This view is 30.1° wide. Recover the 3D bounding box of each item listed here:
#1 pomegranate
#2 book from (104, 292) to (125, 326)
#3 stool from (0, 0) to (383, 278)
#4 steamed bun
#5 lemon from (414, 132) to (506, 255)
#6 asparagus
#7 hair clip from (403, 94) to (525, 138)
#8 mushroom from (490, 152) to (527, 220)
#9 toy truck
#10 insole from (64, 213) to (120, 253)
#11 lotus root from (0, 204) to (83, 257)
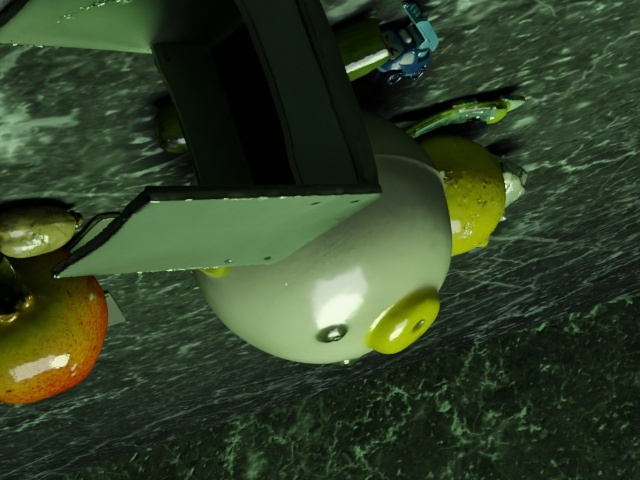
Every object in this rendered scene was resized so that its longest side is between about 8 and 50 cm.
[{"bbox_3d":[-0.397,0.104,1.568,0.221,0.221,0.256,-19,157,2],"label":"pomegranate"},{"bbox_3d":[-0.400,0.129,1.991,0.127,0.014,0.181,-17,164,-5],"label":"book"},{"bbox_3d":[-0.118,-0.113,1.061,0.270,0.243,0.170,-3,158,-43],"label":"stool"},{"bbox_3d":[-0.002,-0.006,1.445,0.334,0.334,0.374,-19,159,2],"label":"steamed bun"},{"bbox_3d":[0.171,-0.067,1.682,0.206,0.173,0.173,25,140,-34],"label":"lemon"},{"bbox_3d":[-0.053,-0.168,1.298,0.278,0.060,0.067,-21,139,10],"label":"asparagus"},{"bbox_3d":[0.183,-0.165,1.610,0.188,0.033,0.060,-17,167,-15],"label":"hair clip"},{"bbox_3d":[0.252,-0.068,1.924,0.099,0.096,0.278,30,157,-3],"label":"mushroom"},{"bbox_3d":[0.095,-0.221,1.302,0.073,0.056,0.090,-15,152,-36],"label":"toy truck"},{"bbox_3d":[-0.325,0.005,1.661,0.063,0.010,0.192,-8,161,-35],"label":"insole"},{"bbox_3d":[-0.363,-0.011,1.475,0.152,0.063,0.072,-12,173,-33],"label":"lotus root"}]
